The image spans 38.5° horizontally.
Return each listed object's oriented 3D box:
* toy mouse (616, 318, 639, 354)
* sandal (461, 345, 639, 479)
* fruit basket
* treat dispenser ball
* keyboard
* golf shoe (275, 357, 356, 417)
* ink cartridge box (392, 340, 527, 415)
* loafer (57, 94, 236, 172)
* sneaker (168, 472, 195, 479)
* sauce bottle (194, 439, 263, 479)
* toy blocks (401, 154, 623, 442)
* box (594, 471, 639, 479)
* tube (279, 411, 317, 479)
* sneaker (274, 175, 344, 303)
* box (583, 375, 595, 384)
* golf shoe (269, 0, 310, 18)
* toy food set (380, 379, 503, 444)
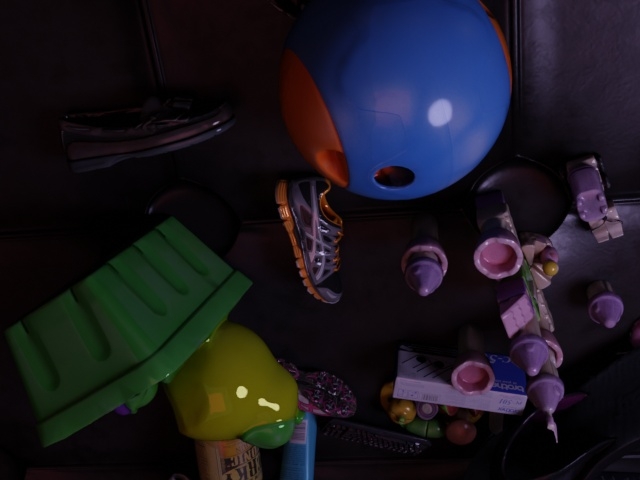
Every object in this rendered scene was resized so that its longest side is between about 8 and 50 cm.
[{"bbox_3d":[0.541,0.143,1.426,0.161,0.031,0.143,-9,119,12],"label":"toy mouse"},{"bbox_3d":[0.367,0.305,1.406,0.446,0.167,0.107,-42,136,11],"label":"sandal"},{"bbox_3d":[-0.215,0.179,1.337,0.283,0.392,0.392,-30,113,21],"label":"fruit basket"},{"bbox_3d":[0.091,-0.193,1.131,0.288,0.288,0.288,3,120,5],"label":"treat dispenser ball"},{"bbox_3d":[0.089,0.338,1.565,0.180,0.023,0.108,15,158,-8],"label":"keyboard"},{"bbox_3d":[-0.029,0.252,1.543,0.186,0.067,0.086,24,150,-12],"label":"golf shoe"},{"bbox_3d":[0.221,0.219,1.468,0.207,0.097,0.046,8,122,2],"label":"ink cartridge box"},{"bbox_3d":[-0.254,-0.165,1.302,0.267,0.096,0.084,-13,112,16],"label":"loafer"},{"bbox_3d":[-0.314,0.512,1.693,0.322,0.130,0.236,11,112,4],"label":"sneaker"},{"bbox_3d":[-0.152,0.400,1.571,0.111,0.111,0.344,-4,108,9],"label":"sauce bottle"},{"bbox_3d":[0.296,0.089,1.290,0.308,0.260,0.289,-18,116,16],"label":"toy blocks"},{"bbox_3d":[0.423,0.585,1.580,0.312,0.179,0.343,2,108,5],"label":"box"},{"bbox_3d":[-0.040,0.392,1.552,0.080,0.207,0.052,-6,164,43],"label":"tube"},{"bbox_3d":[0.000,0.000,1.375,0.083,0.084,0.215,-15,117,9],"label":"sneaker"},{"bbox_3d":[0.441,0.302,1.496,0.027,0.094,0.137,1,128,-35],"label":"box"},{"bbox_3d":[-0.070,-0.366,1.161,0.077,0.094,0.198,-35,110,24],"label":"golf shoe"},{"bbox_3d":[0.207,0.285,1.524,0.217,0.071,0.128,7,121,2],"label":"toy food set"}]
